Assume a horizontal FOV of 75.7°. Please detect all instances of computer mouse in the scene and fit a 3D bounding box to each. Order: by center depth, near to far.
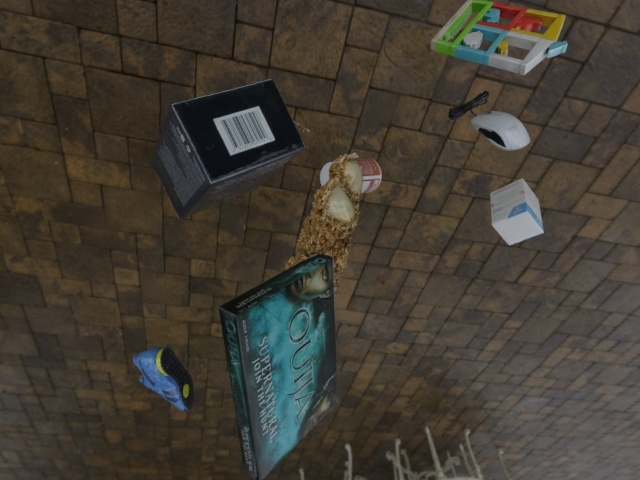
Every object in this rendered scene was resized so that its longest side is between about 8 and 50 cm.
[{"bbox_3d":[0.354,-0.250,0.846,0.105,0.193,0.042,-23,136,-9],"label":"computer mouse"}]

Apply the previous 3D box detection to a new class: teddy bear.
[{"bbox_3d":[0.000,0.000,0.757,0.112,0.245,0.338,14,151,2],"label":"teddy bear"}]

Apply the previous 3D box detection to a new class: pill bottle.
[{"bbox_3d":[0.096,-0.205,1.311,0.216,0.121,0.121,-15,152,-53],"label":"pill bottle"}]

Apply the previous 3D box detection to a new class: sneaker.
[{"bbox_3d":[-0.357,0.322,0.947,0.082,0.069,0.210,-10,127,7],"label":"sneaker"}]

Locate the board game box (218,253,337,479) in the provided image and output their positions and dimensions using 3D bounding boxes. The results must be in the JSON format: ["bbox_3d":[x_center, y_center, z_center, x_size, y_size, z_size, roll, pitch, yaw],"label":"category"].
[{"bbox_3d":[-0.030,0.119,0.398,0.026,0.126,0.187,16,120,36],"label":"board game box"}]

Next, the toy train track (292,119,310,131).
[{"bbox_3d":[-0.070,-0.340,1.214,0.083,0.048,0.014,31,110,-5],"label":"toy train track"}]

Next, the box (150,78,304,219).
[{"bbox_3d":[-0.283,-0.247,1.187,0.395,0.293,0.212,-21,96,59],"label":"box"}]

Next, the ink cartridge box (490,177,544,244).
[{"bbox_3d":[0.501,-0.080,1.056,0.090,0.143,0.092,42,135,-23],"label":"ink cartridge box"}]

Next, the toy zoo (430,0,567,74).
[{"bbox_3d":[0.446,-0.498,1.001,0.192,0.293,0.030,-50,150,-16],"label":"toy zoo"}]
